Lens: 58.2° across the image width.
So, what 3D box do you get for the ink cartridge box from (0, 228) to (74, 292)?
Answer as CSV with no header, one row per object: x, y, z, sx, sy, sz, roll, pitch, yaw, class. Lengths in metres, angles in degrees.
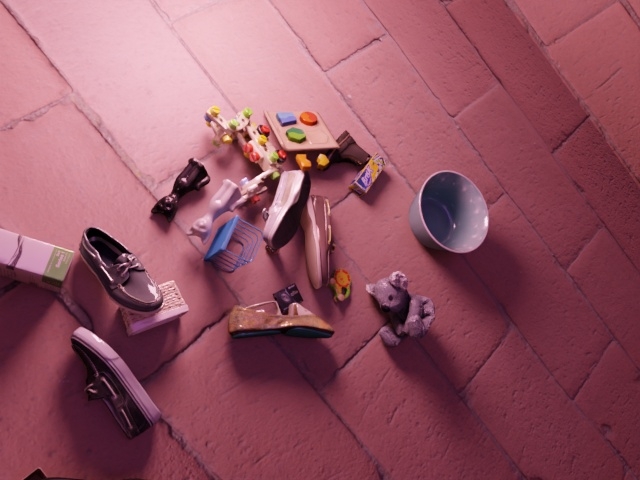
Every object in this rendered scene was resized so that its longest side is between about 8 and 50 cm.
-0.771,0.051,1.495,0.220,0.160,0.092,22,67,-20,ink cartridge box

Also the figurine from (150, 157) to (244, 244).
-0.375,-0.113,1.758,0.215,0.092,0.209,32,71,9,figurine

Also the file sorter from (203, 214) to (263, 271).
-0.263,0.016,1.751,0.105,0.170,0.118,29,65,-19,file sorter

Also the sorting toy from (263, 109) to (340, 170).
-0.045,-0.352,1.952,0.229,0.041,0.307,-4,48,-29,sorting toy

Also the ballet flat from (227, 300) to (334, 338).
-0.116,0.246,1.793,0.349,0.123,0.123,4,74,-23,ballet flat

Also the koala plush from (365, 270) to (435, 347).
0.264,0.212,1.957,0.221,0.196,0.203,49,50,-6,koala plush

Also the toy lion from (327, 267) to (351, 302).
0.070,0.148,1.960,0.096,0.034,0.100,-27,89,-37,toy lion

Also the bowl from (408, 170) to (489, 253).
0.451,-0.086,2.134,0.312,0.163,0.311,8,72,-25,bowl

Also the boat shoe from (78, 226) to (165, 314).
-0.543,0.078,1.558,0.319,0.099,0.116,38,48,21,boat shoe

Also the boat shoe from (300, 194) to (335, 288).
0.000,0.000,1.918,0.097,0.116,0.324,-1,71,-23,boat shoe

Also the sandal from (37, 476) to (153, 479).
-0.531,0.674,1.446,0.446,0.107,0.167,32,58,-36,sandal

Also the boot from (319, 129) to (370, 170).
0.090,-0.290,2.059,0.137,0.077,0.197,41,63,-9,boot

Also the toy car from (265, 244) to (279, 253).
-0.135,-0.008,1.887,0.040,0.060,0.121,41,65,-47,toy car

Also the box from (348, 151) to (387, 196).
0.173,-0.241,2.101,0.059,0.054,0.168,41,62,-11,box

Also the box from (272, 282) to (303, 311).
-0.105,0.185,1.867,0.083,0.018,0.067,-24,88,-29,box

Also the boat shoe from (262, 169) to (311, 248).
-0.120,-0.104,1.825,0.103,0.118,0.320,6,53,19,boat shoe

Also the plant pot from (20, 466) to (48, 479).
-0.705,0.628,1.405,0.109,0.096,0.109,-38,95,-29,plant pot

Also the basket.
-0.477,0.191,1.629,0.167,0.113,0.103,-21,84,-29,basket

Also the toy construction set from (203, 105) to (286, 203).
-0.236,-0.286,1.856,0.215,0.151,0.327,-28,98,-54,toy construction set

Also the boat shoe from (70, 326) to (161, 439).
-0.564,0.384,1.527,0.119,0.121,0.335,-42,98,-33,boat shoe
